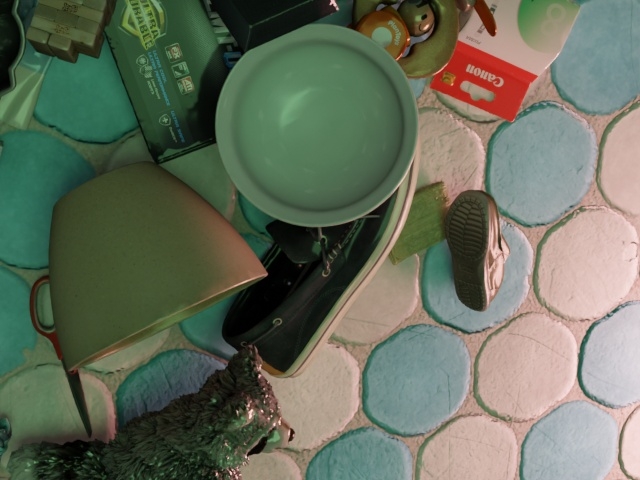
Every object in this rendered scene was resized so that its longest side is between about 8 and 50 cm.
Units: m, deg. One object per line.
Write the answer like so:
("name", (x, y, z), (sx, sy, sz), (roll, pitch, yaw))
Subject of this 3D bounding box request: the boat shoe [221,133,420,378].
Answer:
("boat shoe", (0.000, 0.000, 1.661), (0.156, 0.187, 0.500), (24, 105, -28))

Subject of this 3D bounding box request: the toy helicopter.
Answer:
("toy helicopter", (0.154, -0.432, 1.589), (0.234, 0.140, 0.355), (-2, 96, -8))

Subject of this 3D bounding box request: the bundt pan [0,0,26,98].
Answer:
("bundt pan", (-0.567, -0.297, 1.409), (0.330, 0.124, 0.331), (-2, 104, -6))

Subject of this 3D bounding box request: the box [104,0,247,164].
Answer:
("box", (-0.172, -0.305, 1.568), (0.293, 0.073, 0.296), (-20, 113, -7))

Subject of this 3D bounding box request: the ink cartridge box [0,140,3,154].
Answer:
("ink cartridge box", (-0.592, -0.127, 1.520), (0.207, 0.046, 0.097), (14, 103, -20))

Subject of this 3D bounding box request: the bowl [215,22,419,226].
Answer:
("bowl", (0.000, -0.168, 1.527), (0.297, 0.134, 0.298), (0, 92, 6))

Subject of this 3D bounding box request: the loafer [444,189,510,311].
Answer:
("loafer", (0.280, 0.007, 1.785), (0.087, 0.094, 0.251), (-38, 139, -34))

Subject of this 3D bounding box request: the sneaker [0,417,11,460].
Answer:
("sneaker", (-0.560, 0.355, 1.660), (0.122, 0.110, 0.283), (-17, 112, -13))

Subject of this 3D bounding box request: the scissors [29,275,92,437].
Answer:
("scissors", (-0.430, 0.198, 1.694), (0.109, 0.021, 0.297), (-1, 109, -18))

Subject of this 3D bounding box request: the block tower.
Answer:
("block tower", (-0.313, -0.418, 1.423), (0.090, 0.097, 0.336), (17, 86, -7))

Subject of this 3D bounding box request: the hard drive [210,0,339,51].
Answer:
("hard drive", (-0.097, -0.413, 1.459), (0.172, 0.054, 0.255), (-25, 76, -10))

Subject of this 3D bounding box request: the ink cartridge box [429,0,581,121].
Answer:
("ink cartridge box", (0.310, -0.327, 1.707), (0.181, 0.056, 0.225), (19, 100, -21))

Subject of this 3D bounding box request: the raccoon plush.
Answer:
("raccoon plush", (-0.269, 0.318, 1.615), (0.446, 0.216, 0.299), (-2, 132, -18))

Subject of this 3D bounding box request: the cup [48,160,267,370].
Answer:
("cup", (-0.278, 0.020, 1.542), (0.331, 0.331, 0.237), (-25, 87, -6))

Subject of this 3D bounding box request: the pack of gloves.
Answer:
("pack of gloves", (-0.488, -0.298, 1.493), (0.195, 0.046, 0.232), (20, 102, -22))

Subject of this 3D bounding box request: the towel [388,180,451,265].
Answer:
("towel", (0.168, -0.033, 1.779), (0.148, 0.027, 0.110), (-28, 113, -5))
